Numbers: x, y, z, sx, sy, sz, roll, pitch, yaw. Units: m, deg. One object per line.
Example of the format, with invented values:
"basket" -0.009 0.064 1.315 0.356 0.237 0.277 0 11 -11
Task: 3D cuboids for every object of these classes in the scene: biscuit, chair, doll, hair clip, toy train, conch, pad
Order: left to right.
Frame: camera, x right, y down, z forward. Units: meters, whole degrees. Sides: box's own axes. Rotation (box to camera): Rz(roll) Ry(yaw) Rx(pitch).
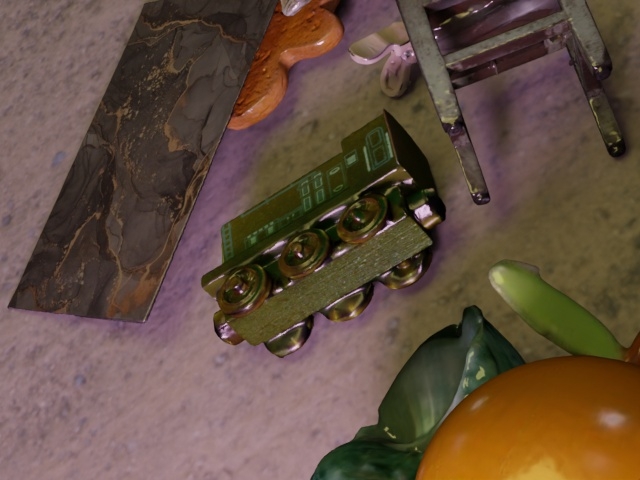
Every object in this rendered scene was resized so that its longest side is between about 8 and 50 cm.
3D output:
"pad" -0.171 -0.091 1.523 0.247 0.007 0.368 1 64 49
"biscuit" -0.036 -0.209 1.521 0.165 0.036 0.250 3 60 39
"toy train" 0.000 0.000 1.315 0.225 0.090 0.137 -30 40 17
"conch" 0.079 0.171 1.106 0.202 0.134 0.196 -38 14 15
"hair clip" 0.125 -0.215 1.396 0.226 0.072 0.034 -41 48 -6
"chair" 0.136 -0.186 1.250 0.136 0.147 0.270 -19 60 8
"doll" 0.169 0.139 0.940 0.213 0.213 0.236 2 61 38

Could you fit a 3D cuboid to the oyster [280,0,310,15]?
"oyster" 0.082 -0.318 1.450 0.199 0.087 0.252 11 63 22
